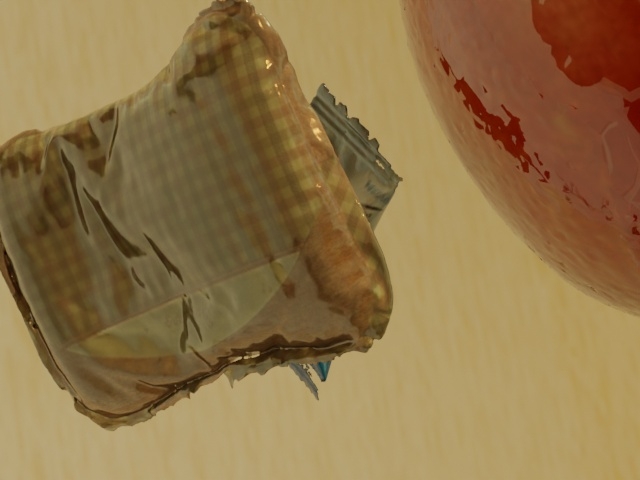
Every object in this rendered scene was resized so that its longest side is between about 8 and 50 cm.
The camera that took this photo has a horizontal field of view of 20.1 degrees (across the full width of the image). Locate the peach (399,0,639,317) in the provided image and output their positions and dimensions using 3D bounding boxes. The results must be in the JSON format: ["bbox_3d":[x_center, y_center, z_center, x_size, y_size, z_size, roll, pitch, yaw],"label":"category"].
[{"bbox_3d":[0.206,-0.154,0.891,0.388,0.388,0.388,-10,-13,-2],"label":"peach"}]

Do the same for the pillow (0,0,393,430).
[{"bbox_3d":[-0.060,0.000,0.701,0.034,0.135,0.211,-28,2,-43],"label":"pillow"}]

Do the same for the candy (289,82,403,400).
[{"bbox_3d":[0.000,0.001,0.902,0.038,0.088,0.136,6,-63,-32],"label":"candy"}]
